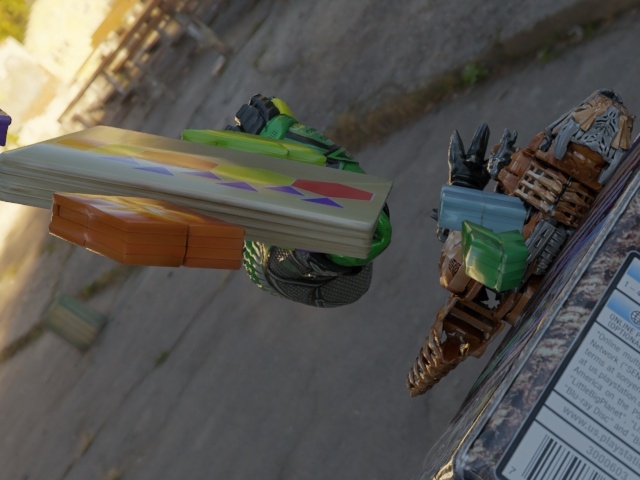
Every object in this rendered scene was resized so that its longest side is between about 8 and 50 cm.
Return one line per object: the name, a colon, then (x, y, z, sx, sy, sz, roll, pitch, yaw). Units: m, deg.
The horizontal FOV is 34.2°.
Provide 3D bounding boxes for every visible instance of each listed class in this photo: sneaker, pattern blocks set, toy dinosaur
sneaker: (0.000, 0.000, 1.027, 0.134, 0.146, 0.343, -52, -23, -9)
pattern blocks set: (-0.058, -0.026, 0.512, 0.285, 0.324, 0.026, -32, -47, -71)
toy dinosaur: (0.154, 0.002, 0.901, 0.322, 0.164, 0.218, -38, 11, 26)

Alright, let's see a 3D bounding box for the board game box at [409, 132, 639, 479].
board game box: (0.196, 0.072, 0.422, 0.291, 0.232, 0.141, -49, -9, -30)
